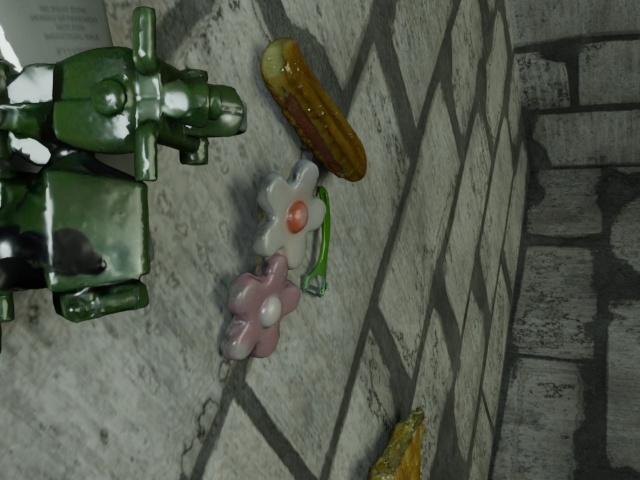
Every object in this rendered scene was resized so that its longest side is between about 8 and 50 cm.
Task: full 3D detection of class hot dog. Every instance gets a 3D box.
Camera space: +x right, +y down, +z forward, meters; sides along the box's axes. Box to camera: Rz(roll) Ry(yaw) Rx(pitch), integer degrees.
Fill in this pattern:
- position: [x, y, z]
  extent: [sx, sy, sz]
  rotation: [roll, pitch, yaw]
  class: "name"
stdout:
- position: [-0.005, -0.171, 0.959]
  extent: [0.286, 0.061, 0.087]
  rotation: [52, 41, -52]
  class: "hot dog"

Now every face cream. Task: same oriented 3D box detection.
- position: [-0.196, -0.125, 0.515]
  extent: [0.143, 0.089, 0.314]
  rotation: [-24, 107, -57]
  class: "face cream"

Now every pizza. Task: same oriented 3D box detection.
- position: [0.148, 0.436, 1.308]
  extent: [0.287, 0.075, 0.280]
  rotation: [-59, 146, -52]
  class: "pizza"

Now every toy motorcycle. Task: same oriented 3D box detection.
- position: [-0.173, -0.024, 0.416]
  extent: [0.127, 0.275, 0.205]
  rotation: [-176, -96, -71]
  class: "toy motorcycle"

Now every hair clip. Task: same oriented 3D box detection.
- position: [-0.059, 0.022, 0.841]
  extent: [0.146, 0.075, 0.257]
  rotation: [38, 61, -66]
  class: "hair clip"

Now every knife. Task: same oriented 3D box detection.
- position: [0.003, 0.000, 1.030]
  extent: [0.078, 0.023, 0.166]
  rotation: [37, 58, -67]
  class: "knife"
